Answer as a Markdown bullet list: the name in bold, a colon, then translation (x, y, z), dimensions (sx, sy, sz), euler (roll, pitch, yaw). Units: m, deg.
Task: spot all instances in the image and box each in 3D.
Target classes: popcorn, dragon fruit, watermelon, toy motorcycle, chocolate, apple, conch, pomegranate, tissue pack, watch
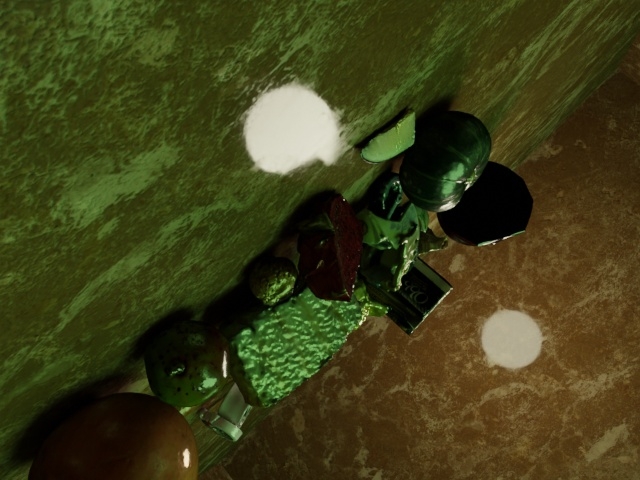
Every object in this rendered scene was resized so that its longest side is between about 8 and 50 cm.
- **popcorn**: translation (0.040, 0.205, 1.760), dimensions (0.237, 0.293, 0.293), euler (-47, 165, -14)
- **dragon fruit**: translation (0.000, 0.000, 1.312), dimensions (0.151, 0.205, 0.317), euler (-11, -154, 18)
- **watermelon**: translation (0.364, -0.080, 2.066), dimensions (0.158, 0.121, 0.098), euler (-54, -177, 45)
- **toy motorcycle**: translation (0.210, -0.008, 1.621), dimensions (0.237, 0.168, 0.410), euler (-45, 138, -21)
- **chocolate**: translation (0.658, -0.121, 2.231), dimensions (0.383, 0.384, 0.331), euler (-40, 166, -12)
- **apple**: translation (-0.447, 0.524, 1.183), dimensions (0.364, 0.364, 0.364), euler (-40, 164, -14)
- **conch**: translation (0.396, -0.011, 2.203), dimensions (0.210, 0.159, 0.291), euler (-7, 173, -37)
- **pomegranate**: translation (-0.291, 0.293, 1.209), dimensions (0.198, 0.198, 0.246), euler (-40, 140, -12)
- **tissue pack**: translation (0.262, 0.129, 1.881), dimensions (0.198, 0.370, 0.210), euler (-42, 164, -23)
- **watch**: translation (-0.375, 0.697, 2.183), dimensions (0.231, 0.196, 0.244), euler (-59, 174, -30)

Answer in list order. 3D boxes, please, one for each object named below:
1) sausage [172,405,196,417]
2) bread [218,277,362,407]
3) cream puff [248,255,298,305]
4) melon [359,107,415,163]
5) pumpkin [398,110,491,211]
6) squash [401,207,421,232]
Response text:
- **sausage**: translation (-0.436, 0.492, 1.579), dimensions (0.270, 0.109, 0.109), euler (-40, 164, -12)
- **bread**: translation (-0.109, 0.243, 1.448), dimensions (0.395, 0.239, 0.264), euler (-36, -164, -28)
- **cream puff**: translation (-0.120, 0.094, 1.305), dimensions (0.133, 0.119, 0.104), euler (-46, 147, -36)
- **melon**: translation (0.158, -0.235, 1.259), dimensions (0.182, 0.054, 0.098), euler (-39, 158, -17)
- **pumpkin**: translation (0.346, -0.225, 1.473), dimensions (0.300, 0.207, 0.300), euler (-43, 152, -30)
- **squash**: translation (0.287, -0.004, 2.023), dimensions (0.132, 0.132, 0.247), euler (-34, 163, -30)
